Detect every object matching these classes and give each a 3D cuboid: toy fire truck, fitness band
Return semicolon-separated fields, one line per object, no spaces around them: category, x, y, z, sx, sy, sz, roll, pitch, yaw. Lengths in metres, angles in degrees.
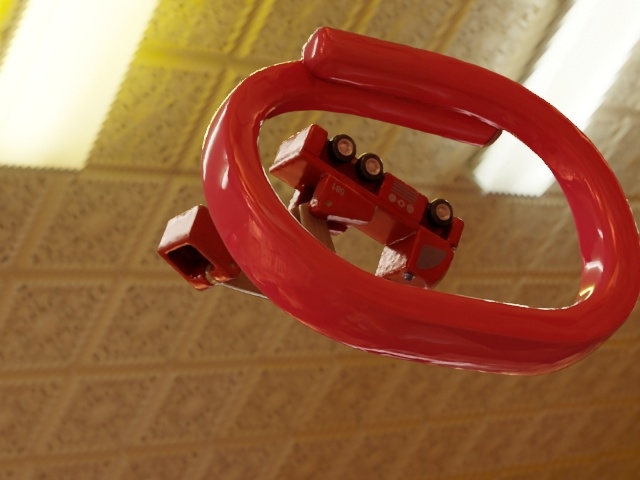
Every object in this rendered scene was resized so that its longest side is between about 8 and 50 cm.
toy fire truck;0.000;0.000;1.026;0.192;0.047;0.135;32;-119;-22
fitness band;0.066;-0.021;0.930;0.291;0.209;0.054;10;-36;-28
